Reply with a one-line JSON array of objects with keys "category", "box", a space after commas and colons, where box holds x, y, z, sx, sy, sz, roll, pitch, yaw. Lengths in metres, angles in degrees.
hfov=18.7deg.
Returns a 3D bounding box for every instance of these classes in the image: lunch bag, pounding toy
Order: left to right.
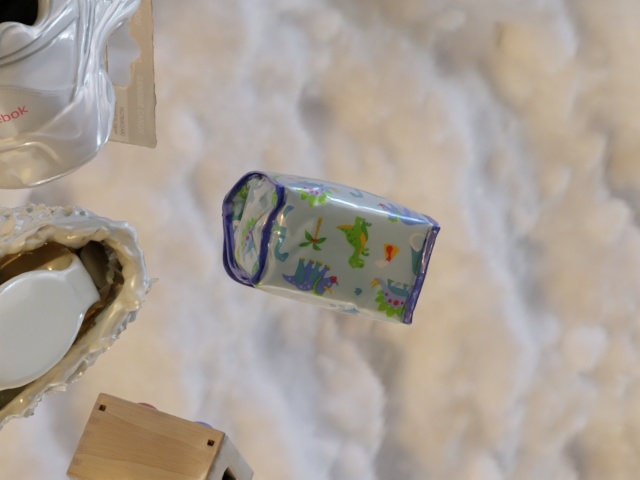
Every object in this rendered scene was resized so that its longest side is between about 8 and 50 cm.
[{"category": "pounding toy", "box": [-0.126, 0.175, 1.558, 0.141, 0.130, 0.100, 65, 44, -65]}, {"category": "lunch bag", "box": [0.000, 0.000, 1.418, 0.129, 0.151, 0.096, 16, 98, -16]}]

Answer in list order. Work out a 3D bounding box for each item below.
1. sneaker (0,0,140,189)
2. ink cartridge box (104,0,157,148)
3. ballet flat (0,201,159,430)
[{"category": "sneaker", "box": [-0.151, -0.141, 1.019, 0.232, 0.090, 0.115, -96, 169, -46]}, {"category": "ink cartridge box", "box": [-0.221, -0.165, 1.392, 0.056, 0.225, 0.181, -75, 171, -46]}, {"category": "ballet flat", "box": [-0.247, 0.086, 1.006, 0.409, 0.147, 0.147, -36, 132, -36]}]
